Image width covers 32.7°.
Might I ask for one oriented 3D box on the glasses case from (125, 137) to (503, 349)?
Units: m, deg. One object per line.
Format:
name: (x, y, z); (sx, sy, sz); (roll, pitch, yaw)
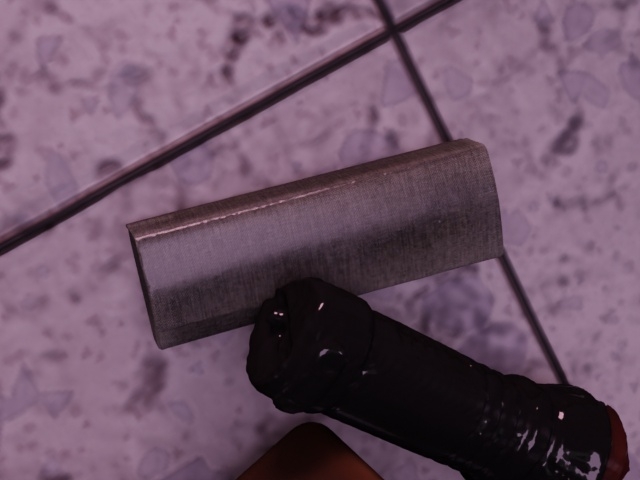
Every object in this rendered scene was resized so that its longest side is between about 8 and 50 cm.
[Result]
glasses case: (0.000, 0.000, 0.614); (0.205, 0.047, 0.071); (-15, 104, -13)

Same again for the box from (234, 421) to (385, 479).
box: (0.036, 0.295, 0.573); (0.229, 0.239, 0.339); (-44, 107, -7)

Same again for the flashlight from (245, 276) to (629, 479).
flashlight: (0.066, 0.090, 0.611); (0.232, 0.093, 0.093); (28, 91, -25)
